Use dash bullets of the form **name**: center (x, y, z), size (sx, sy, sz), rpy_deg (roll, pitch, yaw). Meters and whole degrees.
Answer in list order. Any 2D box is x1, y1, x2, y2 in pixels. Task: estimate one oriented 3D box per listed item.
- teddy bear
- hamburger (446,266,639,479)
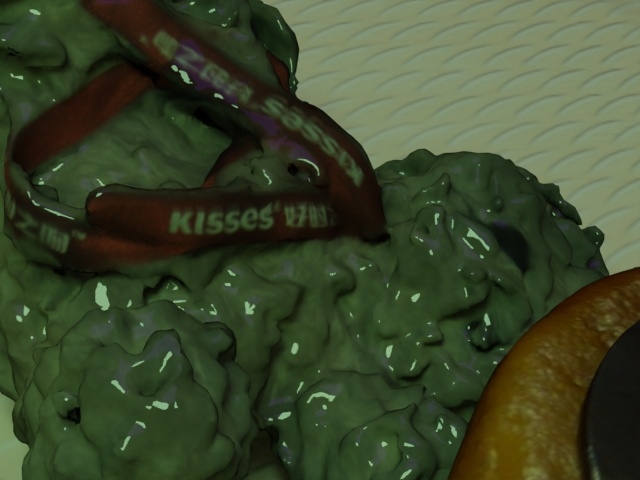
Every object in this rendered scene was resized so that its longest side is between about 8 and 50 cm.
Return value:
- **teddy bear**: center (0.000, 0.000, 0.819), size (0.368, 0.224, 0.357), rpy_deg (-3, 56, -22)
- **hamburger**: center (0.178, 0.180, 0.612), size (0.330, 0.250, 0.330), rpy_deg (10, 36, -7)
